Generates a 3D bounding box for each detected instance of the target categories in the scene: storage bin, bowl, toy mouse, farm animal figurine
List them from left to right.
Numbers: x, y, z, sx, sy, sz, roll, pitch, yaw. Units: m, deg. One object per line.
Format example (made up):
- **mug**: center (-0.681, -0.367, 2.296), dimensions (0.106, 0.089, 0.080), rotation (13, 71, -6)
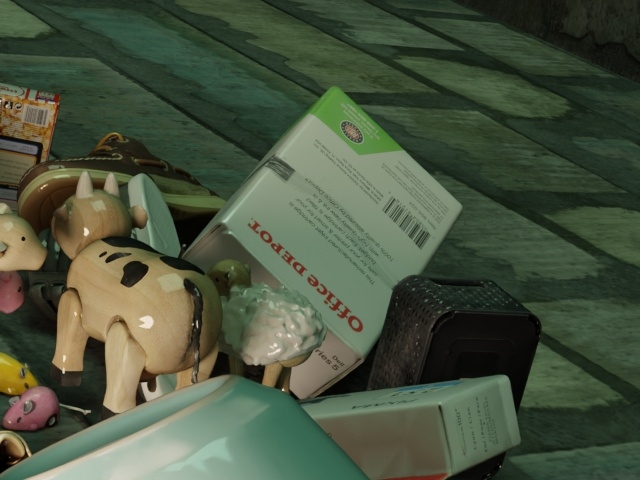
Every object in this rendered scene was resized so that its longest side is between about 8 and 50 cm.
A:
- **toy mouse**: center (-0.292, 0.139, 1.567), dimensions (0.161, 0.031, 0.143), rotation (16, 18, 7)
- **farm animal figurine**: center (-0.202, 0.036, 1.456), dimensions (0.327, 0.172, 0.330), rotation (19, 18, 35)
- **bowl**: center (-0.098, 0.192, 1.092), dimensions (0.312, 0.163, 0.311), rotation (-23, 3, 1)
- **storage bin**: center (0.121, 0.132, 1.651), dimensions (0.122, 0.180, 0.084), rotation (4, 22, -27)

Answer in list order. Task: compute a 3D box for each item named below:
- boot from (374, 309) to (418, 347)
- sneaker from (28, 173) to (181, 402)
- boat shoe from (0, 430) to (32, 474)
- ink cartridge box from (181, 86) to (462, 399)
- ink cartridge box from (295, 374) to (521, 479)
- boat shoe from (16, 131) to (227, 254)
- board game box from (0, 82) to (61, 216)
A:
- **boot**: center (0.016, 0.063, 1.939), dimensions (0.219, 0.082, 0.106), rotation (2, 24, -27)
- **sneaker**: center (-0.211, 0.074, 1.741), dimensions (0.104, 0.147, 0.295), rotation (53, 17, -46)
- **boat shoe**: center (-0.259, 0.184, 1.415), dimensions (0.170, 0.059, 0.063), rotation (28, 23, 36)
- **ink cartridge box**: center (0.000, 0.000, 1.792), dimensions (0.198, 0.115, 0.273), rotation (44, 44, -6)
- **ink cartridge box**: center (-0.027, 0.173, 1.376), dimensions (0.296, 0.066, 0.261), rotation (-10, 1, 29)
- **boat shoe**: center (-0.227, -0.053, 1.941), dimensions (0.342, 0.123, 0.123), rotation (6, 41, -55)
- **board game box**: center (-0.372, -0.076, 1.886), dimensions (0.147, 0.193, 0.045), rotation (12, 17, -9)
